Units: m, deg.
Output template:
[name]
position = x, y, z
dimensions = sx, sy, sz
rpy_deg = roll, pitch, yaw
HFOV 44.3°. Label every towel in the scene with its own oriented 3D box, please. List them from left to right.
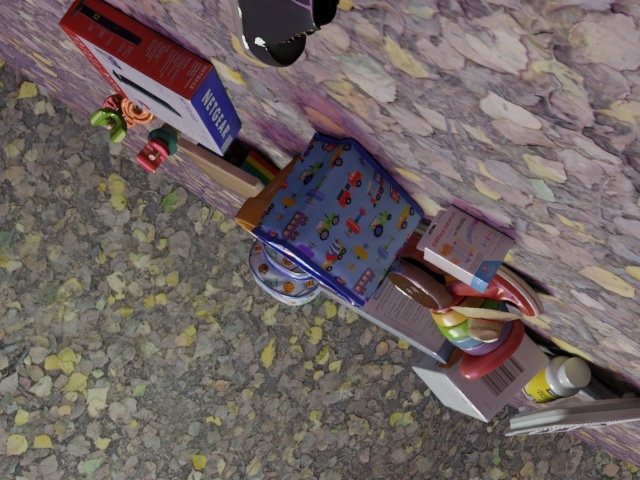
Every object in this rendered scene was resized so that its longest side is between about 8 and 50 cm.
[towel]
position = 0.667, 0.365, 2.144
dimensions = 0.209, 0.034, 0.285
rpy_deg = 37, 172, -26

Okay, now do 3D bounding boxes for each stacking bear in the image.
[stacking bear]
position = 0.303, 0.137, 1.730
dimensions = 0.164, 0.175, 0.289
rpy_deg = -31, 114, 32

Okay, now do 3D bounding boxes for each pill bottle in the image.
[pill bottle]
position = 0.592, 0.347, 1.971
dimensions = 0.103, 0.103, 0.184
rpy_deg = 33, 154, -4

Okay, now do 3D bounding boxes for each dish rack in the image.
[dish rack]
position = 0.645, 0.437, 1.976
dimensions = 0.285, 0.072, 0.333
rpy_deg = -1, 163, -14

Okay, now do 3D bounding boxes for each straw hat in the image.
[straw hat]
position = 0.331, 0.174, 1.589
dimensions = 0.144, 0.061, 0.144
rpy_deg = 9, 171, 1

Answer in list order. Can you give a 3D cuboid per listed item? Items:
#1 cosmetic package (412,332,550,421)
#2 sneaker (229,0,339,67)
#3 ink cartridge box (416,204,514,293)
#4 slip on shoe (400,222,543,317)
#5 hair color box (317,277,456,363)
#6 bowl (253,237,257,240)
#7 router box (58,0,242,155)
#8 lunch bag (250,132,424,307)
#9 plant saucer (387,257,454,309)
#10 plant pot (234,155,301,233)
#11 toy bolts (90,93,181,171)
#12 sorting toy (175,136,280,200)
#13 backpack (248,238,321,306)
[cosmetic package]
position = 0.418, 0.335, 2.134
dimensions = 0.161, 0.230, 0.453
rpy_deg = 48, 172, 3
[sneaker]
position = -0.031, -0.246, 0.890
dimensions = 0.118, 0.083, 0.222
rpy_deg = 30, 171, 18
[ink cartridge box]
position = 0.247, 0.011, 1.367
dimensions = 0.143, 0.092, 0.090
rpy_deg = 30, 172, 12
[slip on shoe]
position = 0.287, 0.072, 1.571
dimensions = 0.331, 0.101, 0.123
rpy_deg = 29, 170, 18
[hair color box]
position = 0.200, 0.138, 2.013
dimensions = 0.374, 0.185, 0.113
rpy_deg = 28, 172, 29
[bowl]
position = -0.055, 0.023, 2.511
dimensions = 0.297, 0.134, 0.298
rpy_deg = 32, 172, 5
[router box]
position = -0.328, -0.326, 1.590
dimensions = 0.301, 0.082, 0.335
rpy_deg = 31, 172, 10
[lunch bag]
position = 0.061, -0.019, 1.438
dimensions = 0.293, 0.221, 0.138
rpy_deg = 38, 171, -33
[plant saucer]
position = 0.191, 0.091, 1.587
dimensions = 0.168, 0.029, 0.168
rpy_deg = 35, 169, 8
[plant pot]
position = -0.050, -0.070, 1.689
dimensions = 0.205, 0.188, 0.205
rpy_deg = 31, 173, 4
[toy bolts]
position = -0.462, -0.328, 2.123
dimensions = 0.218, 0.158, 0.228
rpy_deg = -30, 115, 35
[sorting toy]
position = -0.198, -0.176, 1.995
dimensions = 0.257, 0.089, 0.255
rpy_deg = 30, 172, 24
[backpack]
position = -0.062, 0.037, 2.141
dimensions = 0.276, 0.263, 0.213
rpy_deg = 31, 172, 14
